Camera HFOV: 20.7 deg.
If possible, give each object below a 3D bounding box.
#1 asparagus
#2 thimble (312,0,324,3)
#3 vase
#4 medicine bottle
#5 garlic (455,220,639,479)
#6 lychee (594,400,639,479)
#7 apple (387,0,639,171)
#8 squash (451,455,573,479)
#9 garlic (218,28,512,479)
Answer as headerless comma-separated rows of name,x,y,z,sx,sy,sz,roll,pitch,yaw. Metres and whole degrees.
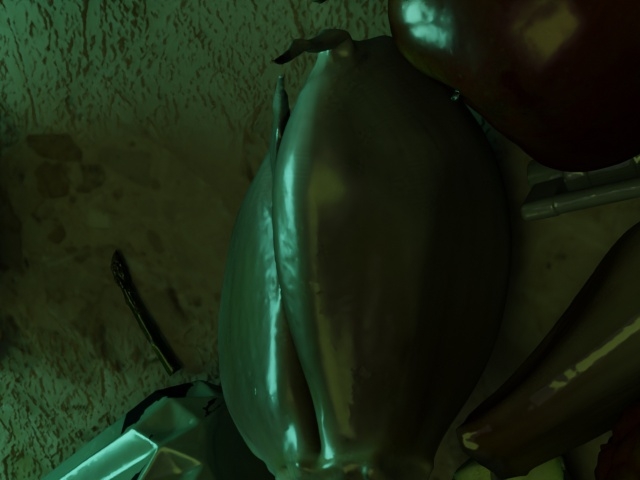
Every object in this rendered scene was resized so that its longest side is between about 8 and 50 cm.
asparagus,-0.149,0.061,1.469,0.015,0.014,0.114,-30,90,-7
thimble,0.029,-0.274,1.245,0.190,0.137,0.143,-32,88,15
vase,-0.190,0.243,1.460,0.360,0.165,0.165,-28,90,31
medicine bottle,0.248,-0.060,1.222,0.221,0.092,0.061,-16,112,28
garlic,0.227,0.062,1.232,0.318,0.143,0.112,-45,62,14
lychee,0.329,0.181,1.165,0.300,0.255,0.255,3,103,15
apple,0.167,-0.165,1.169,0.230,0.230,0.230,6,104,23
squash,0.185,0.241,1.329,0.090,0.075,0.200,-35,88,0
garlic,0.000,0.000,1.273,0.231,0.246,0.340,3,112,38
